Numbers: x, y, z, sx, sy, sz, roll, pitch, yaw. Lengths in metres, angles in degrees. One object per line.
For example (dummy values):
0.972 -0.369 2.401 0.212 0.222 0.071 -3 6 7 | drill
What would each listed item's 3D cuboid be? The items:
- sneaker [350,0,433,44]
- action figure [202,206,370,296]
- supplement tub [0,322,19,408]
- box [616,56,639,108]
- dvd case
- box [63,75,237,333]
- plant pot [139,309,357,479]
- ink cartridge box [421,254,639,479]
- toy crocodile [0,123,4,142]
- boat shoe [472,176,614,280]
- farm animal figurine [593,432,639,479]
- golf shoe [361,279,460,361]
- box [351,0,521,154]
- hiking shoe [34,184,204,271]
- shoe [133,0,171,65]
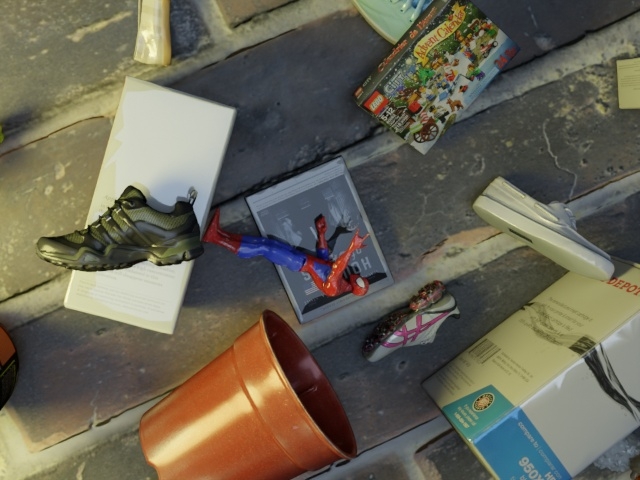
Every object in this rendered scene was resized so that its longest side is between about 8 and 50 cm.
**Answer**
0.111 -0.409 1.409 0.366 0.150 0.135 33 93 -10 | sneaker
-0.033 -0.003 1.442 0.281 0.091 0.139 26 103 -9 | action figure
-0.562 0.209 1.321 0.194 0.316 0.193 -1 97 -6 | supplement tub
0.570 -0.270 1.508 0.102 0.101 0.087 -6 98 -6 | box
0.000 0.000 1.509 0.179 0.029 0.238 -24 99 -3 | dvd case
-0.255 -0.059 1.375 0.168 0.215 0.345 16 95 -8 | box
-0.125 0.293 1.427 0.265 0.272 0.272 -32 100 6 | plant pot
0.396 0.214 1.455 0.395 0.285 0.166 -37 101 -1 | ink cartridge box
-0.617 -0.061 1.381 0.105 0.115 0.340 40 91 -9 | toy crocodile
0.378 -0.027 1.474 0.258 0.095 0.084 33 81 23 | boat shoe
0.659 0.320 1.530 0.327 0.172 0.330 35 96 -22 | farm animal figurine
0.157 0.155 1.528 0.186 0.067 0.086 -38 101 -1 | golf shoe
0.186 -0.270 1.434 0.159 0.044 0.233 31 109 -32 | box
-0.278 -0.017 1.238 0.227 0.086 0.114 -3 84 -11 | hiking shoe
-0.265 -0.386 1.403 0.058 0.076 0.218 -1 99 -12 | shoe
